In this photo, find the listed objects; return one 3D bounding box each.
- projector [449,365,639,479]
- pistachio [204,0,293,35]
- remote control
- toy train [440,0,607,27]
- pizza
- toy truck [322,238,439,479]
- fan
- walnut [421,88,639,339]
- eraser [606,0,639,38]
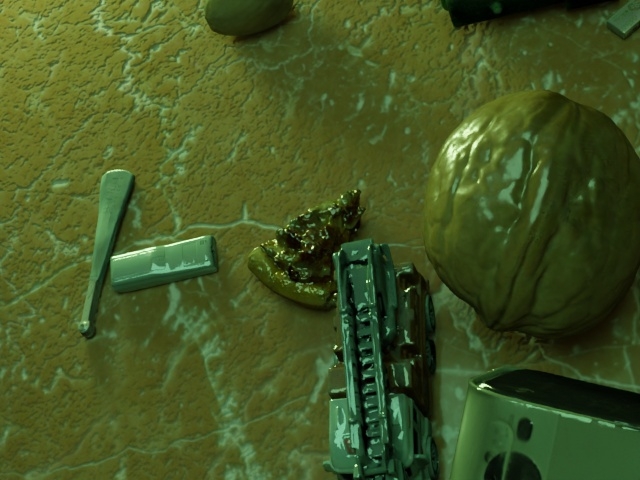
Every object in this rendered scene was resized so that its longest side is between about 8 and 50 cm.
[{"bbox_3d":[0.275,0.288,1.306,0.248,0.248,0.249,12,94,23],"label":"projector"},{"bbox_3d":[-0.118,-0.384,1.912,0.149,0.113,0.113,-29,58,18],"label":"pistachio"},{"bbox_3d":[-0.233,0.033,1.766,0.162,0.029,0.061,-14,62,9],"label":"remote control"},{"bbox_3d":[0.304,-0.428,1.787,0.330,0.138,0.178,-12,65,11],"label":"toy train"},{"bbox_3d":[-0.001,-0.001,1.690,0.154,0.069,0.194,27,75,28],"label":"pizza"},{"bbox_3d":[0.069,0.179,1.509,0.133,0.184,0.338,-7,61,14],"label":"toy truck"},{"bbox_3d":[-0.334,0.016,1.811,0.057,0.023,0.282,1,62,16],"label":"fan"},{"bbox_3d":[0.272,-0.031,1.515,0.252,0.277,0.313,-2,63,58],"label":"walnut"},{"bbox_3d":[0.464,-0.335,1.754,0.083,0.019,0.038,-41,58,-7],"label":"eraser"}]
